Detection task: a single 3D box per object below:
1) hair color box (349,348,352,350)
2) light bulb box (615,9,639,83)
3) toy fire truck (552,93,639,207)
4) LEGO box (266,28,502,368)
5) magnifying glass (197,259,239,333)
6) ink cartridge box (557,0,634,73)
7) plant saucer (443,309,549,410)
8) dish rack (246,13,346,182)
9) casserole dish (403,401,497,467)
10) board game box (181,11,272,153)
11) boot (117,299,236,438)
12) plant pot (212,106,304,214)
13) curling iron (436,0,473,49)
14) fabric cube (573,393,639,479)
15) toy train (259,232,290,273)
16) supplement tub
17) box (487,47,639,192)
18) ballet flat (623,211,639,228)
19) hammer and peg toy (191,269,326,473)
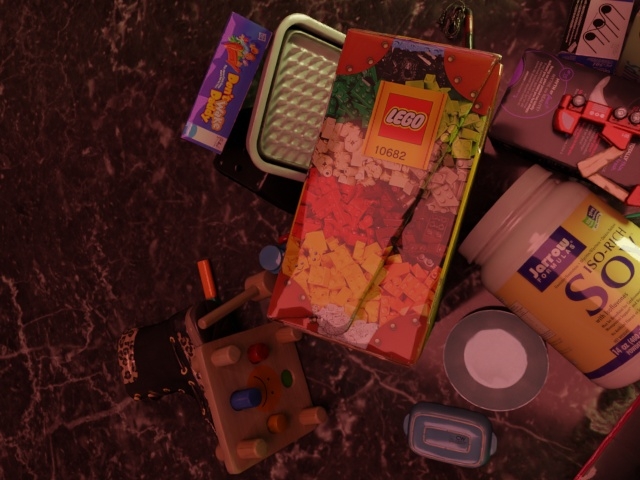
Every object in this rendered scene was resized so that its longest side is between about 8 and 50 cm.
[{"bbox_3d":[0.097,0.159,1.160,0.141,0.043,0.072,-44,76,15],"label":"hair color box"},{"bbox_3d":[0.639,-0.372,0.776,0.225,0.358,0.361,36,104,19],"label":"light bulb box"},{"bbox_3d":[0.449,-0.140,0.864,0.192,0.047,0.135,24,102,19],"label":"toy fire truck"},{"bbox_3d":[0.128,-0.040,0.876,0.193,0.500,0.373,16,90,14],"label":"LEGO box"},{"bbox_3d":[-0.253,0.160,1.307,0.092,0.026,0.231,-16,84,21],"label":"magnifying glass"},{"bbox_3d":[0.491,-0.400,0.969,0.097,0.046,0.207,16,78,21],"label":"ink cartridge box"},{"bbox_3d":[0.338,0.229,1.069,0.195,0.037,0.195,0,91,21],"label":"plant saucer"},{"bbox_3d":[0.011,-0.249,1.069,0.072,0.332,0.286,24,101,50],"label":"dish rack"},{"bbox_3d":[0.255,0.393,1.104,0.188,0.037,0.114,6,93,20],"label":"casserole dish"},{"bbox_3d":[-0.197,-0.319,1.121,0.078,0.347,0.233,23,101,-17],"label":"board game box"},{"bbox_3d":[-0.299,0.337,1.267,0.284,0.138,0.377,-15,100,29],"label":"boot"},{"bbox_3d":[-0.117,-0.179,1.175,0.187,0.167,0.188,31,102,19],"label":"plant pot"},{"bbox_3d":[0.276,-0.335,1.090,0.068,0.035,0.274,-6,87,25],"label":"curling iron"},{"bbox_3d":[0.585,0.427,0.861,0.258,0.254,0.259,34,102,16],"label":"fabric cube"},{"bbox_3d":[0.000,0.000,1.142,0.248,0.143,0.105,-25,82,20],"label":"toy train"},{"bbox_3d":[0.426,0.053,0.925,0.331,0.241,0.241,43,105,15],"label":"supplement tub"},{"bbox_3d":[0.453,-0.201,0.963,0.270,0.143,0.165,27,101,18],"label":"box"},{"bbox_3d":[0.623,-0.034,0.940,0.203,0.074,0.074,-16,85,18],"label":"ballet flat"},{"bbox_3d":[-0.145,0.258,1.141,0.127,0.266,0.361,-22,83,39],"label":"hammer and peg toy"}]
